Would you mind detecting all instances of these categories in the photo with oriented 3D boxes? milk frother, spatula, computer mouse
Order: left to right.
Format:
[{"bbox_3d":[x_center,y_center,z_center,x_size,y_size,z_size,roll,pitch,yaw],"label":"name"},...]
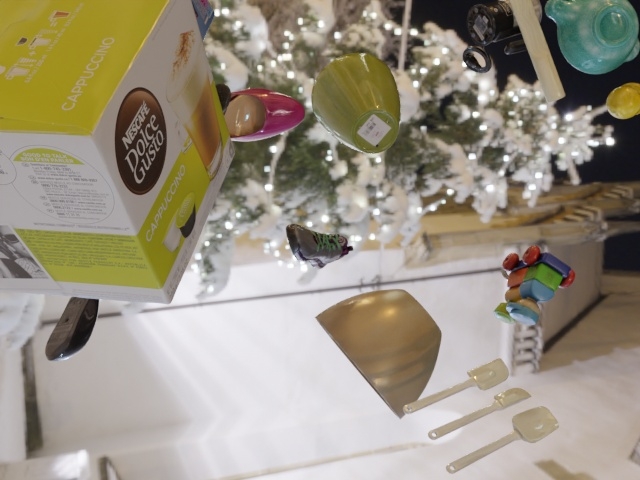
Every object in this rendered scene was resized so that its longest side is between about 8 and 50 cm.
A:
[{"bbox_3d":[-0.619,0.202,1.869,0.188,0.072,0.272,-7,-128,44],"label":"computer mouse"},{"bbox_3d":[0.276,0.299,1.226,0.168,0.242,0.019,54,-35,32],"label":"spatula"},{"bbox_3d":[0.379,-0.438,1.513,0.129,0.135,0.143,68,-23,0],"label":"milk frother"}]

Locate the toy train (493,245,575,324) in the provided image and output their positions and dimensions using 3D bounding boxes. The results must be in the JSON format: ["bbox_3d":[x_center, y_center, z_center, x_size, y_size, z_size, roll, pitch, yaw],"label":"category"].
[{"bbox_3d":[0.401,0.109,1.470,0.143,0.105,0.248,-58,-175,-16],"label":"toy train"}]

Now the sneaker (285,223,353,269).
[{"bbox_3d":[0.000,0.000,1.502,0.224,0.098,0.083,31,40,-71],"label":"sneaker"}]

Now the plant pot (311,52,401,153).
[{"bbox_3d":[0.128,-0.378,2.122,0.293,0.275,0.275,-106,-161,-57],"label":"plant pot"}]

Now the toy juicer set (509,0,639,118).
[{"bbox_3d":[0.445,-0.297,1.141,0.089,0.329,0.209,-138,-136,-79],"label":"toy juicer set"}]

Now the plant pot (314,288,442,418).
[{"bbox_3d":[0.150,0.216,1.550,0.284,0.191,0.284,50,-6,7],"label":"plant pot"}]

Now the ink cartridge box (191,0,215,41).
[{"bbox_3d":[-0.399,-0.428,1.550,0.151,0.270,0.395,56,21,-32],"label":"ink cartridge box"}]

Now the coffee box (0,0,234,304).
[{"bbox_3d":[-0.360,-0.146,1.038,0.334,0.338,0.337,80,19,-48],"label":"coffee box"}]

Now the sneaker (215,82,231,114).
[{"bbox_3d":[-0.222,-0.228,1.425,0.170,0.051,0.089,-64,176,2],"label":"sneaker"}]

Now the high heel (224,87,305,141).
[{"bbox_3d":[-0.217,-0.273,1.610,0.181,0.377,0.127,-116,-159,-73],"label":"high heel"}]
